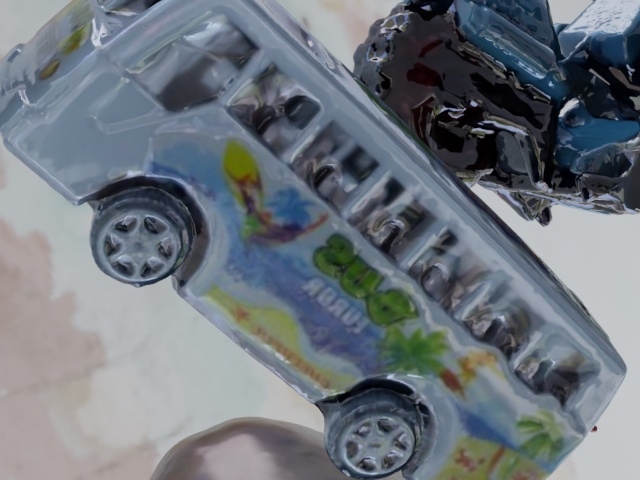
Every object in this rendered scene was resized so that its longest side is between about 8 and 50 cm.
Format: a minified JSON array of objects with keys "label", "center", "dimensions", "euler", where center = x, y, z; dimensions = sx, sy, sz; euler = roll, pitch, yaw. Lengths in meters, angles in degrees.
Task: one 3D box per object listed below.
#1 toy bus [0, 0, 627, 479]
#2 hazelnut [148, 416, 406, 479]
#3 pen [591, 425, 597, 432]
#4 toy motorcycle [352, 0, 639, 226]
[{"label":"toy bus","center":[0.000,0.000,0.814],"dimensions":[0.329,0.136,0.109],"euler":[42,-167,-25]},{"label":"hazelnut","center":[0.008,0.286,1.003],"dimensions":[0.366,0.365,0.366],"euler":[47,-149,-40]},{"label":"pen","center":[0.146,0.134,1.536],"dimensions":[0.026,0.218,0.026],"euler":[19,-90,-81]},{"label":"toy motorcycle","center":[0.189,-0.121,1.189],"dimensions":[0.416,0.172,0.232],"euler":[11,-91,-37]}]
